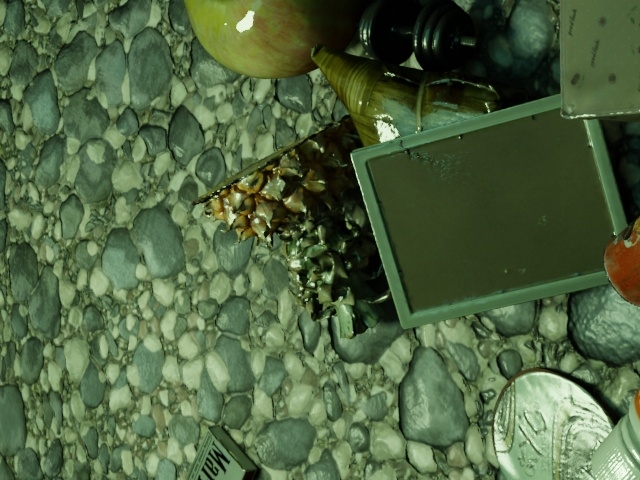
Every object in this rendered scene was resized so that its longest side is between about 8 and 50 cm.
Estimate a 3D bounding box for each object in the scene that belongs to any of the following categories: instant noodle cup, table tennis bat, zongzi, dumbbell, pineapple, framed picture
[{"bbox_3d":[0.381,0.007,1.304,0.135,0.127,0.127,-41,62,49],"label":"instant noodle cup"},{"bbox_3d":[0.316,0.272,1.443,0.301,0.022,0.173,38,118,41],"label":"table tennis bat"},{"bbox_3d":[0.092,-0.095,1.535,0.288,0.134,0.286,18,106,18],"label":"zongzi"},{"bbox_3d":[0.124,-0.269,1.574,0.208,0.099,0.099,19,104,43],"label":"dumbbell"},{"bbox_3d":[0.000,0.000,1.658,0.262,0.262,0.272,-23,98,44],"label":"pineapple"},{"bbox_3d":[0.204,-0.034,1.430,0.296,0.019,0.232,-13,98,19],"label":"framed picture"}]

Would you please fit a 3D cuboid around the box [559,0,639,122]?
[{"bbox_3d":[0.413,-0.237,1.208,0.297,0.190,0.225,-1,90,45],"label":"box"}]

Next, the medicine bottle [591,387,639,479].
[{"bbox_3d":[0.403,0.183,1.261,0.144,0.144,0.252,50,126,33],"label":"medicine bottle"}]

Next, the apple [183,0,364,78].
[{"bbox_3d":[-0.056,-0.347,1.663,0.256,0.234,0.257,-1,89,48],"label":"apple"}]

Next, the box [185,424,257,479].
[{"bbox_3d":[-0.169,0.399,1.942,0.115,0.036,0.177,42,119,37],"label":"box"}]
